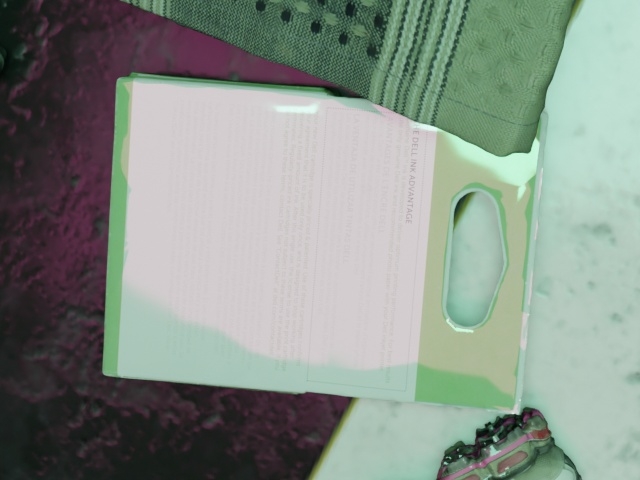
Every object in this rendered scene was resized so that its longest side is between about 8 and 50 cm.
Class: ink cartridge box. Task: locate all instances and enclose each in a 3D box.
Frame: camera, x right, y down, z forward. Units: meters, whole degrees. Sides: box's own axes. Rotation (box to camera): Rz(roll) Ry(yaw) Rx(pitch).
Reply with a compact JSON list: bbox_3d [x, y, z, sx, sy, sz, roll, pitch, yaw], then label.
[{"bbox_3d":[0.000,0.000,0.839,0.235,0.056,0.171,5,98,5],"label":"ink cartridge box"}]

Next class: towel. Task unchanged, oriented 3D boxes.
[{"bbox_3d":[0.008,-0.234,0.740,0.312,0.056,0.324,25,118,21],"label":"towel"}]

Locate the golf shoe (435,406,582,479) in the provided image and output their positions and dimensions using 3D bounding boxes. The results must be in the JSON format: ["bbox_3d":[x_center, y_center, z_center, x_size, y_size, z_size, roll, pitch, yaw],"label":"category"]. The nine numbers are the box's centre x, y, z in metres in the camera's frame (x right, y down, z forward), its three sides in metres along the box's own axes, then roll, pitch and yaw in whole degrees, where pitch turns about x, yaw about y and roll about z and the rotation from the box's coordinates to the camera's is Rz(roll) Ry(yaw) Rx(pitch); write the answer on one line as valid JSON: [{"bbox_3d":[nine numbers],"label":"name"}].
[{"bbox_3d":[0.061,0.172,0.843,0.186,0.067,0.086,-30,93,10],"label":"golf shoe"}]

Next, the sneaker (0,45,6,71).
[{"bbox_3d":[-0.212,-0.169,0.854,0.077,0.072,0.178,-3,104,-3],"label":"sneaker"}]
